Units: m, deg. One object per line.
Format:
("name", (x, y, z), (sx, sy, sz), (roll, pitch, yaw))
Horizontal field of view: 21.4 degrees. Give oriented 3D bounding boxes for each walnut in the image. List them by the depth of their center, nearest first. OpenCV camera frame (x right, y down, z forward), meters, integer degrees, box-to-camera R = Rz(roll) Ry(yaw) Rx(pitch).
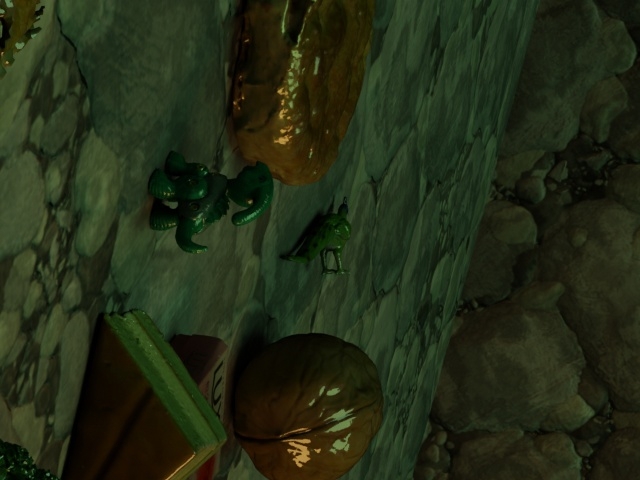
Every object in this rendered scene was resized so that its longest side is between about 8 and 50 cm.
("walnut", (-0.015, 0.186, 1.869), (0.207, 0.167, 0.167), (-29, 131, -69))

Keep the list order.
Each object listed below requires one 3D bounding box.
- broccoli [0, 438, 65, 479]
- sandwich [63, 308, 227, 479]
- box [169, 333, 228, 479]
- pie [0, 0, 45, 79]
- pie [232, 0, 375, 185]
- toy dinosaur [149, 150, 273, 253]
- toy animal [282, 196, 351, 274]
("broccoli", (-0.228, 0.216, 1.052), (0.195, 0.156, 0.195), (-42, 152, -28))
("sandwich", (-0.190, 0.174, 1.455), (0.187, 0.144, 0.117), (-42, 170, 9))
("box", (-0.133, 0.178, 1.593), (0.111, 0.060, 0.156), (-55, 156, -60))
("pie", (-0.198, -0.197, 0.910), (0.308, 0.086, 0.308), (15, 90, -77))
("pie", (-0.005, -0.214, 1.695), (0.339, 0.083, 0.339), (13, 90, -79))
("toy dinosaur", (-0.095, -0.032, 1.462), (0.132, 0.096, 0.059), (-65, 161, -48))
("toy animal", (0.004, 0.015, 2.010), (0.217, 0.041, 0.075), (-46, 129, -61))
